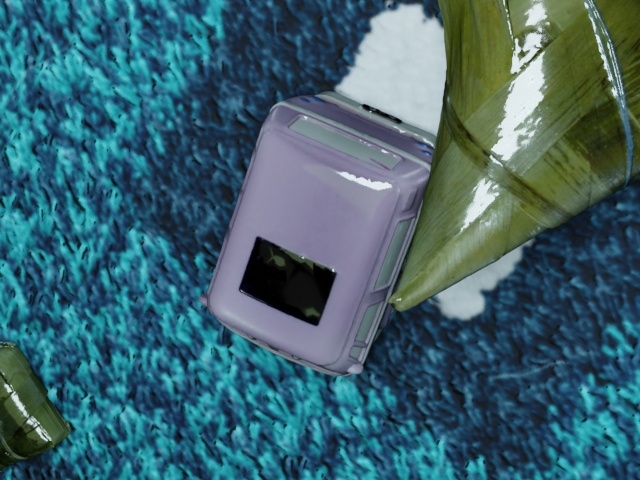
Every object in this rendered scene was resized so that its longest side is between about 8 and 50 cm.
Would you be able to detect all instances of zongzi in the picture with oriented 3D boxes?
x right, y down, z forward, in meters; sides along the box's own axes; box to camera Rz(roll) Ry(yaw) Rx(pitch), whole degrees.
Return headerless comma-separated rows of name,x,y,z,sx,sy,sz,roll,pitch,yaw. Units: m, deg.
zongzi,-0.297,0.154,1.359,0.119,0.055,0.109,-27,94,34
zongzi,0.109,-0.117,1.057,0.274,0.125,0.251,-31,92,-4

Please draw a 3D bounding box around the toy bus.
toy bus,0.000,0.000,1.163,0.142,0.142,0.202,23,112,9
